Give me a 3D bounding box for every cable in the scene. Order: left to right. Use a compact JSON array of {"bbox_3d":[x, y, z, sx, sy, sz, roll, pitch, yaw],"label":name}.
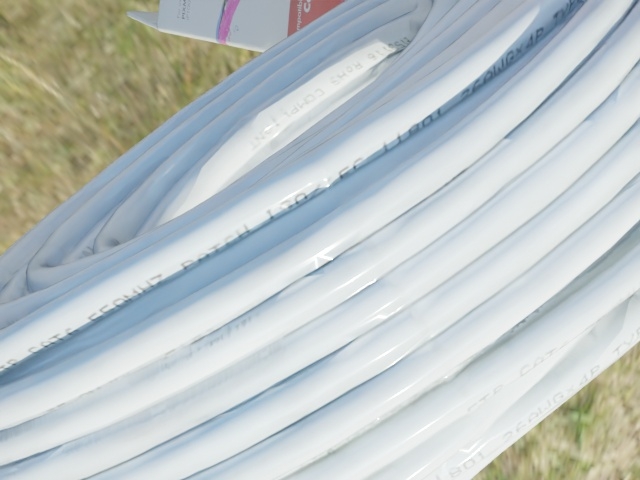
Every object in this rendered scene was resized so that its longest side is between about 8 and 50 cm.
[{"bbox_3d":[0.000,0.000,0.529,0.257,0.257,0.089,-34,102,3],"label":"cable"}]

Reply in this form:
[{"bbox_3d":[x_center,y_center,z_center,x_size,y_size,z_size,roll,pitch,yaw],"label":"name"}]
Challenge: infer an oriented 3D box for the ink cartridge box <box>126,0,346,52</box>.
[{"bbox_3d":[0.009,-0.109,0.806,0.115,0.198,0.067,2,99,-31],"label":"ink cartridge box"}]
